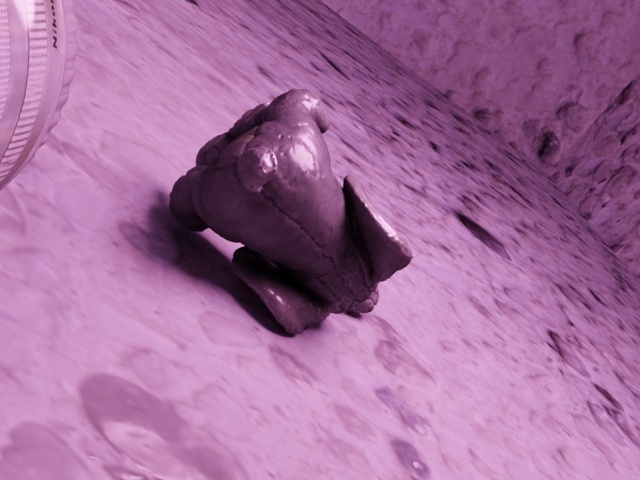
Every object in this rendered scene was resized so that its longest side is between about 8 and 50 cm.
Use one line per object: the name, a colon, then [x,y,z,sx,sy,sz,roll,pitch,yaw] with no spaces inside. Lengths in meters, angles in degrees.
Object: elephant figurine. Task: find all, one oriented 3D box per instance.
elephant figurine: [0.000,0.000,0.972,0.239,0.169,0.186,52,42,-17]

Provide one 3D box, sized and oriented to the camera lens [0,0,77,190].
camera lens: [-0.251,-0.088,0.485,0.219,0.219,0.274,41,16,0]
